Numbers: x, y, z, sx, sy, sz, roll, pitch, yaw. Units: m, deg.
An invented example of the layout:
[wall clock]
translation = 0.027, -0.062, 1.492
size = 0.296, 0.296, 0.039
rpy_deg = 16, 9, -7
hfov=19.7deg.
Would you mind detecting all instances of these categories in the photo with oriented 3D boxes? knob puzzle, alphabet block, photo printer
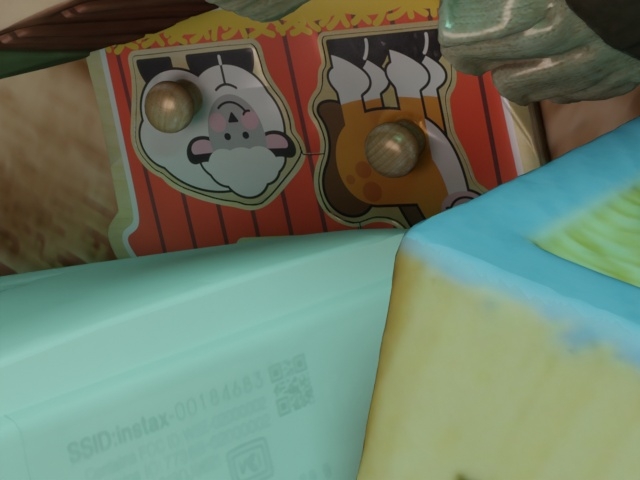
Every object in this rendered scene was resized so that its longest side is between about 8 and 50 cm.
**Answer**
[knob puzzle]
translation = 0.000, 0.000, 0.662
size = 0.213, 0.030, 0.213
rpy_deg = 11, 115, 24
[alphabet block]
translation = 0.130, 0.093, 0.522
size = 0.193, 0.192, 0.197
rpy_deg = 23, 117, 29
[photo printer]
translation = -0.130, 0.075, 0.610
size = 0.307, 0.256, 0.107
rpy_deg = -8, 97, 45

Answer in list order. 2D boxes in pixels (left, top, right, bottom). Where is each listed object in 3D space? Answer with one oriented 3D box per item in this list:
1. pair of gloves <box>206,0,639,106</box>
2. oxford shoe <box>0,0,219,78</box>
[pair of gloves]
translation = 0.089, -0.098, 0.463
size = 0.204, 0.240, 0.042
rpy_deg = -24, 69, 34
[oxford shoe]
translation = 0.000, -0.168, 0.531
size = 0.397, 0.140, 0.146
rpy_deg = -19, 88, 28
